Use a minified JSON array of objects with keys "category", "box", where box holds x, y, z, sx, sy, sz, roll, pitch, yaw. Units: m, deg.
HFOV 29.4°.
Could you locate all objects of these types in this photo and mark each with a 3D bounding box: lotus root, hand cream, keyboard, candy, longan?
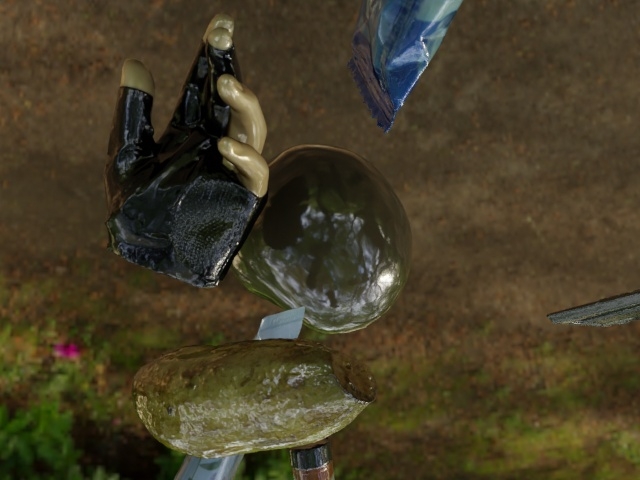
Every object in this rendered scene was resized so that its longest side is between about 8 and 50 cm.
[{"category":"lotus root","box":[-0.071,0.137,1.061,0.258,0.097,0.110,-12,144,38]},{"category":"hand cream","box":[-0.092,0.188,1.279,0.091,0.058,0.271,-7,127,-60]},{"category":"keyboard","box":[0.235,0.031,0.759,0.064,0.010,0.198,9,160,-37]},{"category":"candy","box":[0.108,-0.287,1.303,0.077,0.187,0.331,15,121,-22]},{"category":"longan","box":[0.000,0.000,1.521,0.215,0.246,0.246,-9,151,-32]}]

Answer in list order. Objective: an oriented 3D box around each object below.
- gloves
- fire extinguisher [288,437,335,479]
[{"category":"gloves","box":[-0.146,-0.102,1.352,0.197,0.152,0.301,19,111,4]},{"category":"fire extinguisher","box":[-0.002,0.309,1.366,0.050,0.062,0.177,-8,102,-1]}]
